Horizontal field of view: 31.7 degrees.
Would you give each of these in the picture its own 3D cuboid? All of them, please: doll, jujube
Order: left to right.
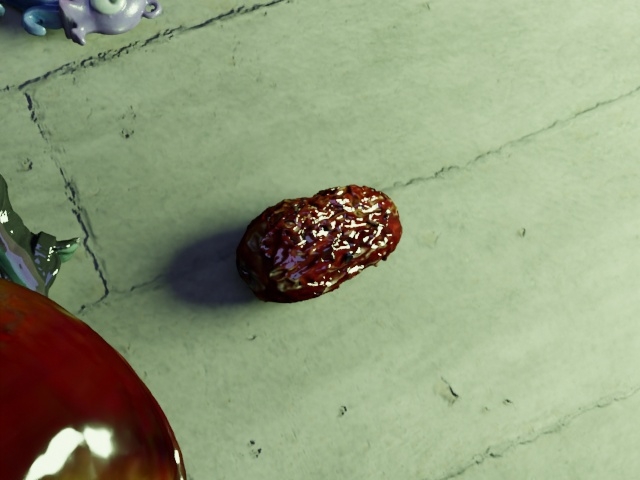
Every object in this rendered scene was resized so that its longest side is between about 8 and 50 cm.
[{"bbox_3d":[-0.254,-0.240,1.087,0.205,0.067,0.110,9,66,2],"label":"doll"},{"bbox_3d":[0.000,-0.003,1.064,0.166,0.104,0.104,-28,84,-21],"label":"jujube"}]

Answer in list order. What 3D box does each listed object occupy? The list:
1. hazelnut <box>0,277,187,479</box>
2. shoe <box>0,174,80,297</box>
[{"bbox_3d":[-0.299,0.232,0.804,0.402,0.402,0.429,22,85,-5],"label":"hazelnut"},{"bbox_3d":[-0.267,0.014,1.022,0.099,0.071,0.169,-7,82,-16],"label":"shoe"}]
